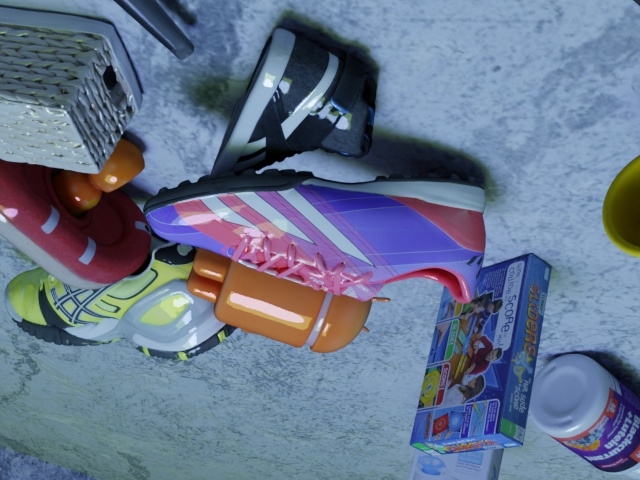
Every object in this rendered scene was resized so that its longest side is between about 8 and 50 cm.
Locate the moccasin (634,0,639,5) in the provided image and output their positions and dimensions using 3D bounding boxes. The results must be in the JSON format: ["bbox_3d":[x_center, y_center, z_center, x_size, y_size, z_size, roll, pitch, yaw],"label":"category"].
[{"bbox_3d":[0.198,-0.206,0.499,0.380,0.147,0.139,28,165,-30],"label":"moccasin"}]

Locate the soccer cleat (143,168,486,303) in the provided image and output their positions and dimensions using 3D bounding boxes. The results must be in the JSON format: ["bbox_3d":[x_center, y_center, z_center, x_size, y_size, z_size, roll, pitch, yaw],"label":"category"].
[{"bbox_3d":[0.000,0.000,0.897,0.318,0.117,0.108,0,173,-12],"label":"soccer cleat"}]

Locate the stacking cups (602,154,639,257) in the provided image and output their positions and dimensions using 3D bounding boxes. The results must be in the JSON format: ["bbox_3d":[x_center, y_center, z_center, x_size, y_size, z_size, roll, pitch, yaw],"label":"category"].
[{"bbox_3d":[0.348,0.038,0.795,0.096,0.096,0.316,-13,145,44],"label":"stacking cups"}]

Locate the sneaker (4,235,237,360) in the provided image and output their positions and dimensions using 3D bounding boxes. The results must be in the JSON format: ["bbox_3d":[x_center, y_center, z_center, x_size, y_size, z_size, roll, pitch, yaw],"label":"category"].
[{"bbox_3d":[-0.268,0.048,1.267,0.384,0.145,0.147,0,118,34],"label":"sneaker"}]

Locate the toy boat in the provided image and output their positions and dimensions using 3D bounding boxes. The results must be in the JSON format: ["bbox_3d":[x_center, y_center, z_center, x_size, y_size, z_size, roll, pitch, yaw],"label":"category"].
[{"bbox_3d":[-0.252,-0.056,1.048,0.151,0.151,0.231,-27,138,14],"label":"toy boat"}]

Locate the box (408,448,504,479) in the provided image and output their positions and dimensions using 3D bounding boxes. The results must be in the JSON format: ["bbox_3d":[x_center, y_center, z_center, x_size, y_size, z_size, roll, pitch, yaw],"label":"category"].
[{"bbox_3d":[0.197,0.338,1.435,0.114,0.203,0.103,8,151,21],"label":"box"}]

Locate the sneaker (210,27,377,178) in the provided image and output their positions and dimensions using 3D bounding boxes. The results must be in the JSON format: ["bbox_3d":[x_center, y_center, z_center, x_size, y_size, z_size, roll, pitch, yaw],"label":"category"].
[{"bbox_3d":[-0.020,-0.091,0.882,0.121,0.079,0.217,21,153,-11],"label":"sneaker"}]

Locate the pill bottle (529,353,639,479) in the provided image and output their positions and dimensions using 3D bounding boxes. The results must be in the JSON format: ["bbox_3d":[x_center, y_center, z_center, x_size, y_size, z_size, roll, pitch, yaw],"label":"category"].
[{"bbox_3d":[0.358,0.230,1.244,0.108,0.108,0.193,-14,141,45],"label":"pill bottle"}]

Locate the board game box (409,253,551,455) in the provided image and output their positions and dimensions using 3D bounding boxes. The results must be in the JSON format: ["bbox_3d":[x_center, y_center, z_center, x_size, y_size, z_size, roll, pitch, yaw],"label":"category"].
[{"bbox_3d":[0.169,0.122,1.044,0.035,0.201,0.136,30,151,-26],"label":"board game box"}]

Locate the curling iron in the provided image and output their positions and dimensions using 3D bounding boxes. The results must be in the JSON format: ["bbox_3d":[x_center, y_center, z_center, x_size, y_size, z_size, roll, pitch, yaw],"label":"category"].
[{"bbox_3d":[-0.200,-0.234,0.762,0.274,0.035,0.068,36,151,-32],"label":"curling iron"}]

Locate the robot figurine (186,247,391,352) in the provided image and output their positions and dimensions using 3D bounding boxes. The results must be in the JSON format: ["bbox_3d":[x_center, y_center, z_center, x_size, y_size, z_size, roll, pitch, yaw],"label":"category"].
[{"bbox_3d":[-0.036,0.052,1.110,0.219,0.158,0.128,19,-167,-5],"label":"robot figurine"}]

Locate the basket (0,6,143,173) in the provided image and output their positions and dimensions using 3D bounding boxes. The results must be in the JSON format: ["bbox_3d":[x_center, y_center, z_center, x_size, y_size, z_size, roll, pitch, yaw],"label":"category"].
[{"bbox_3d":[-0.267,-0.137,0.908,0.167,0.103,0.113,10,152,14],"label":"basket"}]
